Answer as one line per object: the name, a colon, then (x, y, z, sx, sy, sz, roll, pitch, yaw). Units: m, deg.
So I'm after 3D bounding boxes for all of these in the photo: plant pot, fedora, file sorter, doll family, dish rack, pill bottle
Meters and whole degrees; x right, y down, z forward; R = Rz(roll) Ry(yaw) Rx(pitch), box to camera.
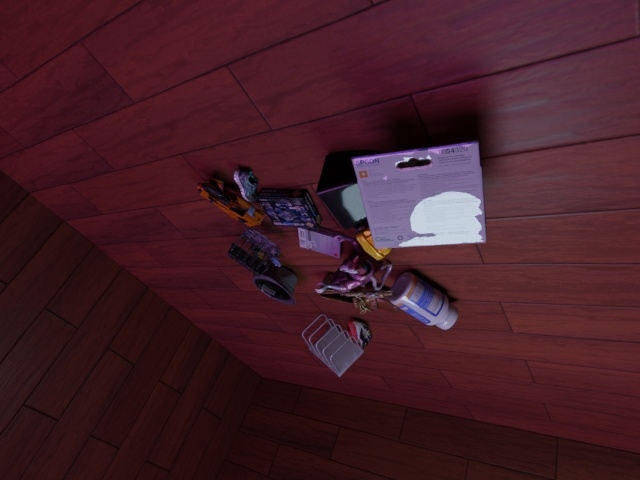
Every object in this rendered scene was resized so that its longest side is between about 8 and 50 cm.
plant pot: (0.119, -0.174, 1.410, 0.166, 0.188, 0.188, -14, 132, 30)
fedora: (-0.209, 0.208, 2.231, 0.275, 0.124, 0.244, 2, 140, 45)
file sorter: (0.058, 0.558, 2.420, 0.277, 0.193, 0.173, 30, 154, 47)
doll family: (-0.266, 0.068, 2.120, 0.192, 0.076, 0.111, 1, 137, 25)
dish rack: (-0.294, 0.043, 2.002, 0.208, 0.074, 0.271, 35, 135, -9)
pill bottle: (0.435, 0.259, 1.848, 0.272, 0.152, 0.152, 32, 147, -13)

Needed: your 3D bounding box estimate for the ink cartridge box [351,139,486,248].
ink cartridge box: (0.279, -0.123, 1.216, 0.323, 0.071, 0.330, -3, 129, 21)

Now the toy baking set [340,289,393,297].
toy baking set: (0.198, 0.220, 1.779, 0.256, 0.030, 0.196, -8, 172, 32)

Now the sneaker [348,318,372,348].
sneaker: (0.211, 0.517, 2.457, 0.118, 0.107, 0.279, 29, 150, 30)

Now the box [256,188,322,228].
box: (-0.123, -0.126, 1.751, 0.220, 0.051, 0.175, 4, 143, 29)

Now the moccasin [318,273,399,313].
moccasin: (0.177, 0.266, 2.033, 0.379, 0.147, 0.139, 18, 148, 11)

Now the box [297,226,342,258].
box: (0.000, 0.000, 1.867, 0.186, 0.038, 0.145, 17, 148, 14)

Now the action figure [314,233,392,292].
action figure: (0.141, 0.131, 1.683, 0.275, 0.248, 0.370, 23, 172, 1)

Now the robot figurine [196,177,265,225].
robot figurine: (-0.373, -0.158, 1.816, 0.291, 0.085, 0.211, 35, 166, -17)

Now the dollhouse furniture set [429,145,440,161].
dollhouse furniture set: (0.337, -0.163, 1.318, 0.144, 0.123, 0.151, 36, 146, -18)

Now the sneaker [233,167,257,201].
sneaker: (-0.275, -0.212, 1.721, 0.076, 0.065, 0.166, 3, 144, 23)

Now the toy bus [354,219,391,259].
toy bus: (0.241, -0.068, 1.445, 0.211, 0.220, 0.149, -22, 123, 41)
